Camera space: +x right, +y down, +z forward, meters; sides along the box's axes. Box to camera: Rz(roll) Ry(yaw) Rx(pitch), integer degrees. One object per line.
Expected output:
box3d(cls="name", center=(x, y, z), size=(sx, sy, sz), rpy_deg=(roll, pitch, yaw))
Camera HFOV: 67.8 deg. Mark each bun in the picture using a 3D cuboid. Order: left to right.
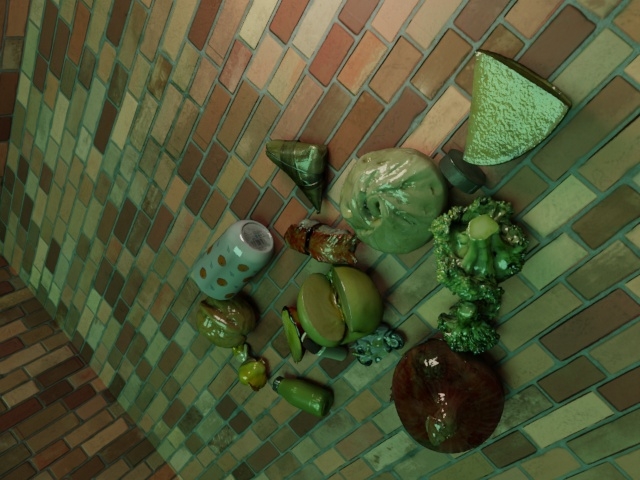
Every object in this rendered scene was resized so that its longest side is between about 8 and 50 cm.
box3d(cls="bun", center=(0.205, -0.107, 1.424), size=(0.362, 0.235, 0.325), rpy_deg=(-13, 106, 44))

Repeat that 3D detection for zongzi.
box3d(cls="zongzi", center=(-0.084, -0.225, 1.643), size=(0.221, 0.112, 0.241), rpy_deg=(15, 117, 27))

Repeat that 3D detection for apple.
box3d(cls="apple", center=(0.064, 0.218, 1.612), size=(0.292, 0.292, 0.254), rpy_deg=(-43, 53, 38))

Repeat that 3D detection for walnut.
box3d(cls="walnut", center=(-0.407, 0.329, 2.016), size=(0.257, 0.257, 0.224), rpy_deg=(33, 91, 20))

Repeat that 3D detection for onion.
box3d(cls="onion", center=(0.385, 0.486, 1.500), size=(0.354, 0.354, 0.353), rpy_deg=(13, 115, 30))

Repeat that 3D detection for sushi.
box3d(cls="sushi", center=(0.000, 0.000, 1.642), size=(0.332, 0.130, 0.124), rpy_deg=(23, 117, 49))

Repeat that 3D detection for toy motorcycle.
box3d(cls="toy motorcycle", center=(0.189, 0.359, 1.716), size=(0.225, 0.073, 0.152), rpy_deg=(-40, 83, 37))

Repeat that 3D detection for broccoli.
box3d(cls="broccoli", center=(0.416, 0.018, 1.283), size=(0.235, 0.260, 0.287), rpy_deg=(-24, 56, 39))
box3d(cls="broccoli", center=(0.459, 0.219, 1.383), size=(0.177, 0.199, 0.274), rpy_deg=(56, 164, 27))

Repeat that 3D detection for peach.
box3d(cls="peach", center=(-0.090, 0.375, 1.884), size=(0.189, 0.068, 0.279), rpy_deg=(-126, 27, -48))

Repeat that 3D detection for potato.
box3d(cls="potato", center=(0.461, -0.318, 1.239), size=(0.269, 0.112, 0.255), rpy_deg=(42, 130, 17))

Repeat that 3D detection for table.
box3d(cls="table", center=(0.393, -0.191, 1.318), size=(0.133, 0.133, 0.043), rpy_deg=(49, 128, 8))

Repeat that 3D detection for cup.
box3d(cls="cup", center=(-0.329, 0.070, 1.865), size=(0.317, 0.212, 0.212), rpy_deg=(-40, 84, 37))

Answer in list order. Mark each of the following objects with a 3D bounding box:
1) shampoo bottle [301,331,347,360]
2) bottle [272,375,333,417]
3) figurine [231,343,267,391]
box3d(cls="shampoo bottle", center=(-0.003, 0.380, 1.734), size=(0.153, 0.284, 0.071), rpy_deg=(35, 92, 22))
box3d(cls="bottle", center=(-0.082, 0.641, 1.988), size=(0.260, 0.112, 0.111), rpy_deg=(13, 115, 30))
box3d(cls="figurine", center=(-0.323, 0.556, 2.122), size=(0.156, 0.131, 0.246), rpy_deg=(-43, 71, 23))
